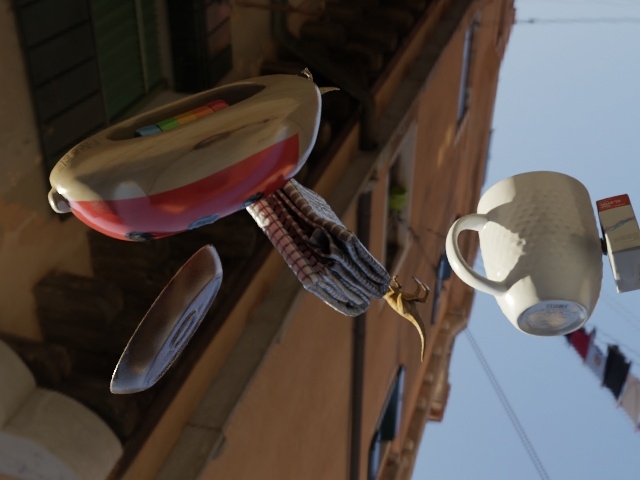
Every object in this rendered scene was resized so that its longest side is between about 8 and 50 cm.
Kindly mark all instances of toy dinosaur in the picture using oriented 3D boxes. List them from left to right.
[{"bbox_3d":[-0.026,-0.340,1.930,0.053,0.092,0.183,-32,-172,31],"label":"toy dinosaur"},{"bbox_3d":[0.186,0.140,1.801,0.211,0.112,0.064,46,-170,13],"label":"toy dinosaur"}]

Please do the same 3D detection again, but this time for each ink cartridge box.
[{"bbox_3d":[0.650,0.006,1.818,0.072,0.127,0.175,-13,-142,15],"label":"ink cartridge box"}]

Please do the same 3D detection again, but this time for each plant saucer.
[{"bbox_3d":[-0.258,0.148,1.499,0.050,0.310,0.310,32,-140,3],"label":"plant saucer"}]

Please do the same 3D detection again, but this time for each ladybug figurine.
[{"bbox_3d":[-0.194,-0.123,1.309,0.449,0.162,0.305,-24,-157,-19],"label":"ladybug figurine"}]

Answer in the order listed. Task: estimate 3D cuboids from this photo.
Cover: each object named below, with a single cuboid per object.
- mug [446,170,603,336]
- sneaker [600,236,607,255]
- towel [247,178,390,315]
[{"bbox_3d":[0.476,0.039,1.989,0.374,0.276,0.328,9,-128,-10],"label":"mug"},{"bbox_3d":[0.766,0.024,2.073,0.211,0.081,0.080,0,-123,-17],"label":"sneaker"},{"bbox_3d":[0.000,0.000,1.565,0.121,0.284,0.235,-41,-118,4],"label":"towel"}]
